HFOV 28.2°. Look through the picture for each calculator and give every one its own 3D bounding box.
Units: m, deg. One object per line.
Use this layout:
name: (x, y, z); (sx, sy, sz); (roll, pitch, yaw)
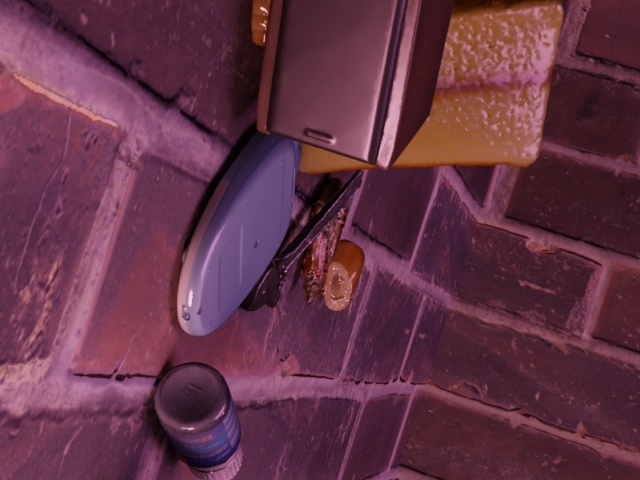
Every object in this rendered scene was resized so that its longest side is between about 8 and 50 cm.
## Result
calculator: (-0.082, -0.020, 1.415); (0.188, 0.042, 0.302); (93, 23, -44)

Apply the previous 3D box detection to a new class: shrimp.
shrimp: (0.000, 0.000, 1.791); (0.091, 0.043, 0.184); (20, 81, -69)

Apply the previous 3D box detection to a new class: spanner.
spanner: (-0.020, -0.004, 1.676); (0.325, 0.026, 0.093); (-51, 156, -45)

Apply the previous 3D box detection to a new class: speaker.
speaker: (0.044, -0.220, 1.314); (0.192, 0.153, 0.231); (-53, 158, -52)

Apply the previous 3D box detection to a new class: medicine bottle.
medicine bottle: (-0.130, 0.210, 1.422); (0.203, 0.083, 0.083); (82, 28, -62)

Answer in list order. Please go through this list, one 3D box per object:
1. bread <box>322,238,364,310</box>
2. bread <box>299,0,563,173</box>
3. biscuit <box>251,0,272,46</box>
bread: (0.036, 0.052, 1.967); (0.062, 0.049, 0.103); (78, 30, -64)
bread: (0.100, -0.227, 1.629); (0.245, 0.362, 0.233); (-124, -146, -54)
biscuit: (-0.012, -0.327, 1.342); (0.254, 0.029, 0.172); (-54, 158, -51)
